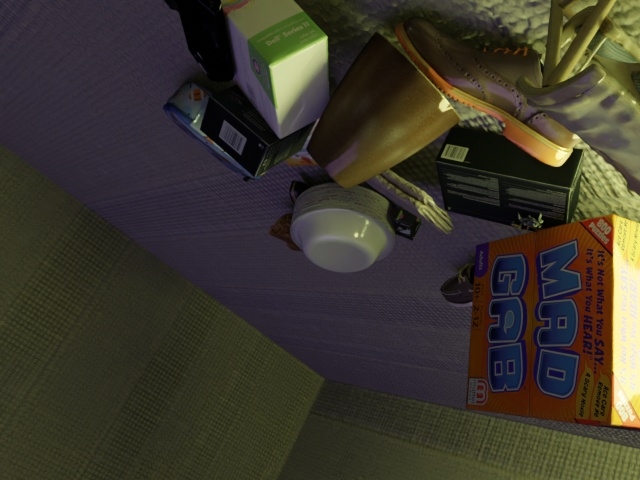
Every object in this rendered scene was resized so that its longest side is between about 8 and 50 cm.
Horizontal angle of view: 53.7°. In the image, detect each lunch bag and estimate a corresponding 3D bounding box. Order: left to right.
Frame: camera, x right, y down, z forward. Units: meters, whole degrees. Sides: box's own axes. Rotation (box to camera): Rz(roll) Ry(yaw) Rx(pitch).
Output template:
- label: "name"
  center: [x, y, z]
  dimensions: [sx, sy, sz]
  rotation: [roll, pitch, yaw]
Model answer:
- label: "lunch bag"
  center: [-0.252, -0.270, 1.609]
  dimensions: [0.303, 0.115, 0.243]
  rotation: [41, 174, -24]

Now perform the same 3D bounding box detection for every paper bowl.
- label: "paper bowl"
  center: [0.059, -0.018, 1.705]
  dimensions: [0.284, 0.148, 0.284]
  rotation: [7, 148, 5]

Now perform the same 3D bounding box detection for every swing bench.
- label: "swing bench"
  center: [0.418, -0.202, 0.851]
  dimensions: [0.253, 0.254, 0.165]
  rotation: [35, 157, -16]

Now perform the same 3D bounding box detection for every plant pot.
- label: "plant pot"
  center: [0.092, -0.209, 1.133]
  dimensions: [0.215, 0.230, 0.215]
  rotation: [43, -168, -12]

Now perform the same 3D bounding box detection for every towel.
- label: "towel"
  center: [0.172, -0.117, 1.431]
  dimensions: [0.282, 0.049, 0.187]
  rotation: [39, -177, 35]

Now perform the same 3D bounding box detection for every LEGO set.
- label: "LEGO set"
  center: [0.414, -0.032, 1.264]
  dimensions: [0.054, 0.023, 0.083]
  rotation: [23, 158, 10]

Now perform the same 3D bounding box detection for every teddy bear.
- label: "teddy bear"
  center: [0.000, 0.000, 1.989]
  dimensions: [0.338, 0.113, 0.245]
  rotation: [27, 166, -19]

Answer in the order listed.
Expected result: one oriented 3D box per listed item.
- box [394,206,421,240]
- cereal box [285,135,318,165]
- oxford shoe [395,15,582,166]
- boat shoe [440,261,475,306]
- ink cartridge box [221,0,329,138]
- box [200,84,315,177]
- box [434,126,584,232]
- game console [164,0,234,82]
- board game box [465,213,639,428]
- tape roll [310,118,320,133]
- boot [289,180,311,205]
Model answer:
- label: "box"
  center: [0.227, -0.051, 1.644]
  dimensions: [0.052, 0.062, 0.083]
  rotation: [21, 157, 20]
- label: "cereal box"
  center: [-0.073, -0.274, 1.527]
  dimensions: [0.173, 0.047, 0.240]
  rotation: [5, 148, 42]
- label: "oxford shoe"
  center: [0.293, -0.281, 1.054]
  dimensions: [0.364, 0.130, 0.132]
  rotation: [35, 125, 1]
- label: "boat shoe"
  center: [0.429, 0.098, 1.676]
  dimensions: [0.097, 0.116, 0.324]
  rotation: [41, 151, -17]
- label: "ink cartridge box"
  center: [-0.128, -0.385, 1.155]
  dimensions: [0.353, 0.119, 0.207]
  rotation: [53, 166, 22]
- label: "box"
  center: [-0.122, -0.229, 1.249]
  dimensions: [0.156, 0.158, 0.093]
  rotation: [41, 136, 11]
- label: "box"
  center: [0.380, -0.117, 1.277]
  dimensions: [0.261, 0.103, 0.184]
  rotation: [16, 154, 25]
- label: "game console"
  center: [-0.264, -0.459, 1.138]
  dimensions: [0.361, 0.044, 0.213]
  rotation: [54, 165, 21]
- label: "board game box"
  center: [0.553, 0.188, 1.267]
  dimensions: [0.356, 0.356, 0.356]
  rotation: [14, 165, -25]
- label: "tape roll"
  center: [-0.078, -0.300, 1.340]
  dimensions: [0.189, 0.080, 0.189]
  rotation: [22, 131, 28]
- label: "boot"
  center: [0.015, -0.108, 1.769]
  dimensions: [0.137, 0.077, 0.198]
  rotation: [4, 161, 36]
